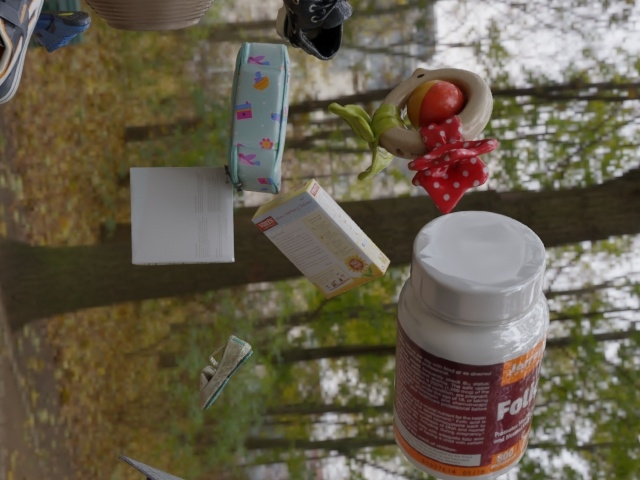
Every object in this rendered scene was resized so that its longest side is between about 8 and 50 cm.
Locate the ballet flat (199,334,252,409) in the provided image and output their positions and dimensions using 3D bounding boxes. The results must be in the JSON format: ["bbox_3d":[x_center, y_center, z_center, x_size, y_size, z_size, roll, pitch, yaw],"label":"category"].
[{"bbox_3d":[-0.172,0.219,1.720,0.168,0.052,0.057,-52,180,31],"label":"ballet flat"}]

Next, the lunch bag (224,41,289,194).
[{"bbox_3d":[-0.119,-0.225,1.955,0.224,0.108,0.279,116,-21,-83],"label":"lunch bag"}]

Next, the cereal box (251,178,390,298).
[{"bbox_3d":[0.000,0.000,2.033,0.240,0.173,0.047,48,45,-18],"label":"cereal box"}]

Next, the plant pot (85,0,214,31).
[{"bbox_3d":[-0.218,-0.333,1.310,0.237,0.237,0.109,-107,-165,-67],"label":"plant pot"}]

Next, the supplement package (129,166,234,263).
[{"bbox_3d":[-0.284,-0.048,2.073,0.149,0.203,0.194,168,-79,-80],"label":"supplement package"}]

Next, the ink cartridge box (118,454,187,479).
[{"bbox_3d":[-0.098,0.434,1.420,0.330,0.324,0.071,37,79,-50],"label":"ink cartridge box"}]

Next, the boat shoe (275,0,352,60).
[{"bbox_3d":[-0.001,-0.375,1.594,0.113,0.127,0.340,46,-17,8],"label":"boat shoe"}]

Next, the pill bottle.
[{"bbox_3d":[0.226,0.164,1.549,0.224,0.224,0.392,-101,-172,-51],"label":"pill bottle"}]

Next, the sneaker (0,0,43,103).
[{"bbox_3d":[-0.581,-0.410,1.828,0.127,0.126,0.321,14,83,-84],"label":"sneaker"}]

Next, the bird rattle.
[{"bbox_3d":[0.142,-0.161,1.368,0.254,0.207,0.143,12,-33,49],"label":"bird rattle"}]

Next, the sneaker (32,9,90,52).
[{"bbox_3d":[-0.521,-0.421,2.056,0.209,0.069,0.082,15,-65,47],"label":"sneaker"}]
